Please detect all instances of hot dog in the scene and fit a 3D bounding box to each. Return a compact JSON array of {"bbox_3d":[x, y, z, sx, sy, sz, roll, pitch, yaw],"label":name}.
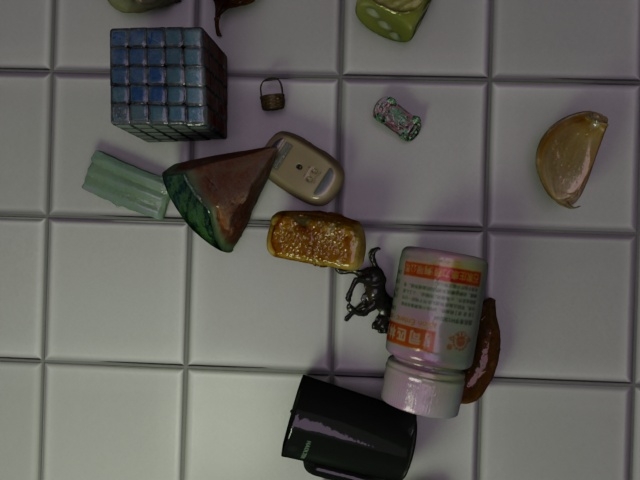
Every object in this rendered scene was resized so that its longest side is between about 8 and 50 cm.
[{"bbox_3d":[0.000,0.000,1.376,0.256,0.153,0.151,10,95,16],"label":"hot dog"}]

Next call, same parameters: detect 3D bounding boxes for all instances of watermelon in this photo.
[{"bbox_3d":[-0.274,-0.153,1.341,0.250,0.283,0.293,26,79,-3],"label":"watermelon"}]

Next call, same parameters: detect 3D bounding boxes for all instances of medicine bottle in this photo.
[{"bbox_3d":[0.277,0.219,1.330,0.219,0.219,0.389,10,90,2],"label":"medicine bottle"}]

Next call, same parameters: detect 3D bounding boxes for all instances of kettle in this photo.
[{"bbox_3d":[0.064,0.509,1.354,0.307,0.203,0.262,16,88,-1],"label":"kettle"}]

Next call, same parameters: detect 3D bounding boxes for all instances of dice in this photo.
[{"bbox_3d":[0.194,-0.622,1.361,0.166,0.169,0.169,27,91,3],"label":"dice"}]

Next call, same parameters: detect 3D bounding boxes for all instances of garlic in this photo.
[{"bbox_3d":[0.630,-0.202,1.349,0.145,0.164,0.245,12,96,-15],"label":"garlic"}]

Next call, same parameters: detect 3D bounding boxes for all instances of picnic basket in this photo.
[{"bbox_3d":[-0.128,-0.389,1.422,0.071,0.072,0.083,-7,99,2],"label":"picnic basket"}]

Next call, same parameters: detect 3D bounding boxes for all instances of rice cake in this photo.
[{"bbox_3d":[-0.519,-0.147,1.452,0.236,0.043,0.127,21,92,3],"label":"rice cake"}]

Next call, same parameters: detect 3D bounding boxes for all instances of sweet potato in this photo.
[{"bbox_3d":[0.418,0.294,1.393,0.097,0.097,0.292,21,86,2],"label":"sweet potato"}]

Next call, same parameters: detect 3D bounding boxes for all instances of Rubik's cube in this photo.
[{"bbox_3d":[-0.372,-0.381,1.350,0.236,0.238,0.238,-1,91,4],"label":"Rubik's cube"}]

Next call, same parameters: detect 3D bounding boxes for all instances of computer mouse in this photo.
[{"bbox_3d":[-0.049,-0.187,1.411,0.236,0.082,0.145,31,92,12],"label":"computer mouse"}]

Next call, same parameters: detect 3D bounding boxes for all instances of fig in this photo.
[{"bbox_3d":[-0.250,-0.649,1.406,0.146,0.133,0.201,38,100,11],"label":"fig"}]

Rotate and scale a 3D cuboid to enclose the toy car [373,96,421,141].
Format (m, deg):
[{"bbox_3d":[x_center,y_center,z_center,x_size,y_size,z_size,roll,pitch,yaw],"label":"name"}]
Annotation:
[{"bbox_3d":[0.201,-0.321,1.419,0.142,0.055,0.069,34,92,-12],"label":"toy car"}]

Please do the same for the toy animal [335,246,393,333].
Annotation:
[{"bbox_3d":[0.128,0.138,1.416,0.148,0.084,0.233,-10,92,-11],"label":"toy animal"}]

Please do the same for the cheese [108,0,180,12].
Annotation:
[{"bbox_3d":[-0.466,-0.764,1.415,0.326,0.115,0.318,-2,89,3],"label":"cheese"}]
